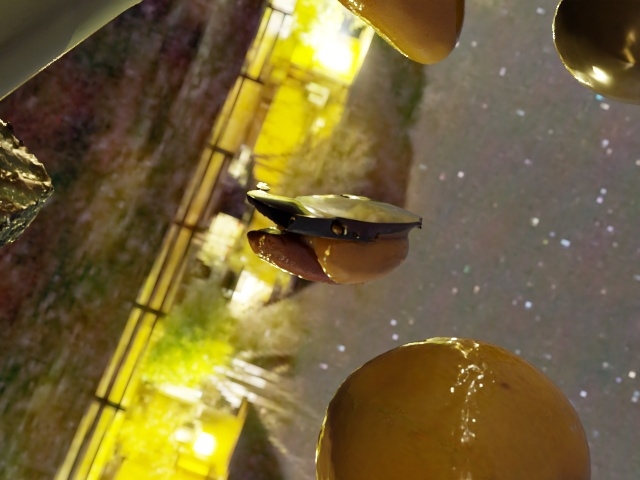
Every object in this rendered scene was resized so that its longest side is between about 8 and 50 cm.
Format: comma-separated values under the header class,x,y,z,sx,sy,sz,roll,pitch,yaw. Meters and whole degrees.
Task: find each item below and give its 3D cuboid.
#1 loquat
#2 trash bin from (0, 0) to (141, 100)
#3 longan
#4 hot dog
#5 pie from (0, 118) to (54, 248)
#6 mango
class,x,y,z,sx,sy,sz,roll,pitch,yaw
loquat,0.096,0.176,0.785,0.208,0.208,0.208,-159,-90,-87
trash bin,-0.478,-0.410,1.689,0.432,0.280,0.280,-46,174,-22
longan,0.368,-0.246,1.213,0.212,0.198,0.198,-18,137,-52
hot dog,0.006,0.002,1.414,0.194,0.326,0.107,24,-77,43
pie,-0.586,-0.112,1.684,0.103,0.288,0.355,-54,-175,27
mango,0.061,-0.276,1.023,0.138,0.253,0.113,-43,-148,-20
